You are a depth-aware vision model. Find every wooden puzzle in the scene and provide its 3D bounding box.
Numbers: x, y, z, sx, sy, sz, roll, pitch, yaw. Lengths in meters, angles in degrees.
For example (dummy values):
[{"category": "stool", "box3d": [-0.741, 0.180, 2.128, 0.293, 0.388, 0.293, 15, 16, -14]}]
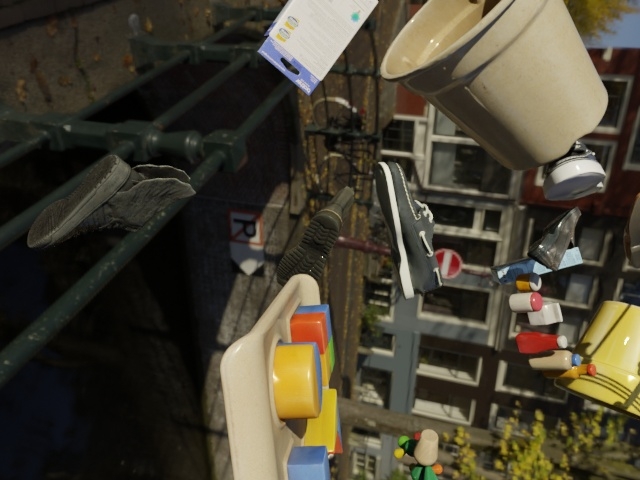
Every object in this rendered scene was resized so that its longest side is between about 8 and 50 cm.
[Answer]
[{"category": "wooden puzzle", "box3d": [-0.021, 0.234, 0.767, 0.348, 0.080, 0.322, -39, 125, -75]}]

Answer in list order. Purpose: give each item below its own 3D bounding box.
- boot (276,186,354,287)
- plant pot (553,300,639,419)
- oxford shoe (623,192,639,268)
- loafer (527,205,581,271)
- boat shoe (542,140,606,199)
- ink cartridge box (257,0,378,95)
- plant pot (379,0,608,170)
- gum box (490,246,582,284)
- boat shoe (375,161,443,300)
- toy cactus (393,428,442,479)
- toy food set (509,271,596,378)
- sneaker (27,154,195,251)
[{"category": "boot", "box3d": [0.000, 0.000, 1.064, 0.198, 0.077, 0.137, -51, -177, 36]}, {"category": "plant pot", "box3d": [0.724, 0.284, 1.361, 0.239, 0.254, 0.254, -67, 162, -7]}, {"category": "oxford shoe", "box3d": [0.772, -0.036, 1.392, 0.076, 0.076, 0.212, -95, 175, -56]}, {"category": "loafer", "box3d": [0.483, -0.004, 1.147, 0.170, 0.061, 0.062, -43, 174, -25]}, {"category": "boat shoe", "box3d": [0.479, -0.140, 1.089, 0.301, 0.108, 0.102, -3, 73, -58]}, {"category": "ink cartridge box", "box3d": [-0.012, -0.558, 1.484, 0.311, 0.186, 0.065, -55, -153, -1]}, {"category": "plant pot", "box3d": [0.330, -0.302, 1.016, 0.305, 0.334, 0.334, 42, 46, -22]}, {"category": "gum box", "box3d": [0.509, 0.060, 1.363, 0.157, 0.184, 0.041, 4, 70, -79]}, {"category": "boat shoe", "box3d": [0.172, -0.023, 1.083, 0.114, 0.091, 0.302, -108, -179, -53]}, {"category": "toy cactus", "box3d": [0.221, 0.471, 1.179, 0.219, 0.112, 0.180, -95, -171, -61]}, {"category": "toy food set", "box3d": [0.467, 0.179, 1.155, 0.111, 0.104, 0.232, -15, 92, -42]}, {"category": "sneaker", "box3d": [-0.229, -0.031, 0.624, 0.089, 0.170, 0.051, 40, 15, -47]}]
